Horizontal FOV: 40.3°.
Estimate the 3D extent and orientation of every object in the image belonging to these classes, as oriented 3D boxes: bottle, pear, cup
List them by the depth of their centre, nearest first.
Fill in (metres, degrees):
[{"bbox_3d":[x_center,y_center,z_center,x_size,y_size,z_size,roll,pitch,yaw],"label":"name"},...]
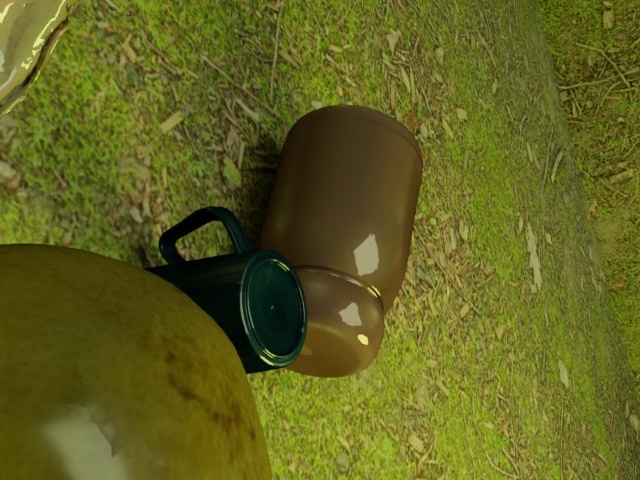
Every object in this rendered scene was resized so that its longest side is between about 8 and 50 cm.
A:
[{"bbox_3d":[-0.166,0.148,0.488,0.314,0.314,0.314,29,55,-53],"label":"pear"},{"bbox_3d":[-0.102,0.057,0.788,0.150,0.138,0.113,63,33,-24],"label":"cup"},{"bbox_3d":[0.000,0.000,0.976,0.207,0.173,0.296,25,55,-17],"label":"bottle"}]

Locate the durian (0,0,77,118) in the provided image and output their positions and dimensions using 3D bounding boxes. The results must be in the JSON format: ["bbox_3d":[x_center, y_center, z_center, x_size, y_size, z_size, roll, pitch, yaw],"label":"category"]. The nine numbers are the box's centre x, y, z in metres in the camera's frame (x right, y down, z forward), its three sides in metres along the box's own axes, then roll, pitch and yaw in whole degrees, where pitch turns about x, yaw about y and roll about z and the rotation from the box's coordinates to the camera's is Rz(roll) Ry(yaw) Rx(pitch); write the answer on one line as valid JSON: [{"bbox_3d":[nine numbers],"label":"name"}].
[{"bbox_3d":[-0.261,-0.150,0.596,0.305,0.186,0.195,-66,161,-55],"label":"durian"}]
